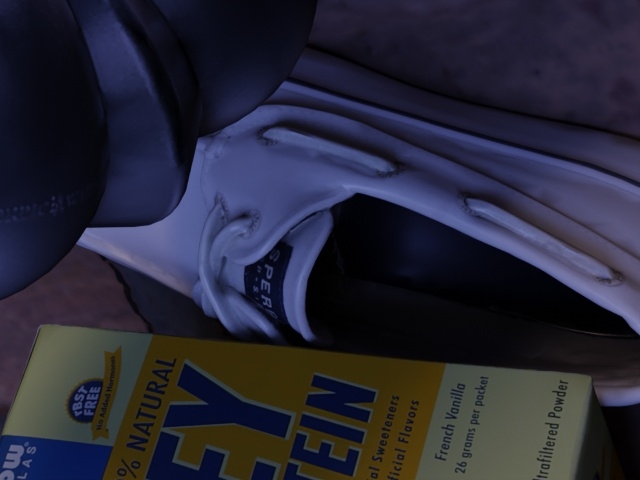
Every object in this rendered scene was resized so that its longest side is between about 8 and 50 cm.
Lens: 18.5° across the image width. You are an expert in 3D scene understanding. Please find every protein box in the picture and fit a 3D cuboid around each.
[{"bbox_3d":[0.004,0.142,0.682,0.199,0.136,0.201,4,150,21],"label":"protein box"}]

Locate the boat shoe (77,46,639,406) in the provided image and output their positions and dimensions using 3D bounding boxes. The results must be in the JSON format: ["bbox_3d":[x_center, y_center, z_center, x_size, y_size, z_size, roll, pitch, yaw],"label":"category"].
[{"bbox_3d":[0.000,0.000,0.665,0.267,0.088,0.096,16,127,14],"label":"boat shoe"}]

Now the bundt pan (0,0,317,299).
[{"bbox_3d":[-0.098,-0.120,0.464,0.124,0.331,0.331,28,133,38],"label":"bundt pan"}]
